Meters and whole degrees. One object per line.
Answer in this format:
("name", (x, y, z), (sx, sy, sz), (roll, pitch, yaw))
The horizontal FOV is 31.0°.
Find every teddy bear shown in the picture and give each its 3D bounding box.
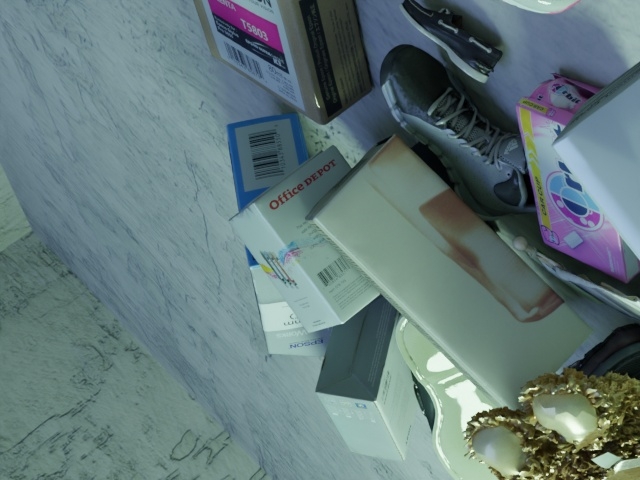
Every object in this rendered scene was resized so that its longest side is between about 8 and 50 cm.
("teddy bear", (0.302, 0.192, 1.173), (0.245, 0.338, 0.113), (115, 152, -46))

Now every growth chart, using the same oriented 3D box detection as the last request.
("growth chart", (0.314, 0.068, 1.139), (0.172, 0.021, 0.237), (30, 180, -34))

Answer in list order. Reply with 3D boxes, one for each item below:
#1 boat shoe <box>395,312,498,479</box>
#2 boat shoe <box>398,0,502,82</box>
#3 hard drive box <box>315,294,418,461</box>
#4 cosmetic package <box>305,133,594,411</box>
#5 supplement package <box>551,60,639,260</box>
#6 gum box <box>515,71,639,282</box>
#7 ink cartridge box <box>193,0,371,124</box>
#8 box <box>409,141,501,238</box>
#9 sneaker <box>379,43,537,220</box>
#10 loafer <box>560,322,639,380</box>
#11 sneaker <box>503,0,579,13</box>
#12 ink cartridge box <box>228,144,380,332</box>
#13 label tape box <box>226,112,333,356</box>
("boat shoe", (0.193, 0.203, 1.614), (0.340, 0.127, 0.113), (60, -162, -25))
("boat shoe", (0.129, -0.208, 1.149), (0.125, 0.038, 0.046), (47, -158, 28))
("hard drive box", (0.080, 0.188, 1.646), (0.089, 0.181, 0.232), (6, 151, 19))
("cosmetic package", (0.133, 0.034, 1.248), (0.296, 0.129, 0.153), (45, 177, -5))
("supplement package", (0.317, -0.033, 0.746), (0.204, 0.145, 0.262), (-38, 90, 25))
("gum box", (0.255, -0.062, 1.087), (0.107, 0.062, 0.188), (31, 151, 44))
("ink cartridge box", (-0.058, -0.272, 1.374), (0.235, 0.088, 0.193), (36, 156, 39))
("box", (0.116, -0.019, 1.416), (0.156, 0.093, 0.158), (52, 161, 2))
("sneaker", (0.166, -0.115, 1.184), (0.228, 0.086, 0.132), (50, 158, -24))
("loafer", (0.294, 0.184, 1.322), (0.302, 0.109, 0.095), (104, 152, -47))
("sneaker", (0.145, -0.290, 0.884), (0.252, 0.103, 0.111), (58, 161, -17))
("ink cartridge box", (0.000, 0.000, 1.377), (0.176, 0.128, 0.127), (55, 160, -4))
("label tape box", (-0.051, 0.024, 1.670), (0.347, 0.115, 0.249), (87, 172, -55))
